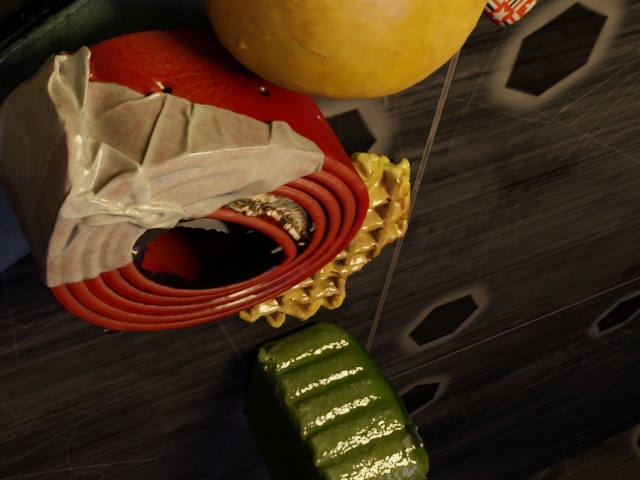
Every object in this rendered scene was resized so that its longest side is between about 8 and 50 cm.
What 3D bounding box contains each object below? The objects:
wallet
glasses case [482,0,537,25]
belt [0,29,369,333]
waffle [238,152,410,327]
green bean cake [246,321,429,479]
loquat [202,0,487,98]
[{"bbox_3d":[-0.215,-0.074,0.657,0.379,0.046,0.190,-33,149,4],"label":"wallet"},{"bbox_3d":[0.129,-0.244,0.707,0.073,0.049,0.194,-43,148,16],"label":"glasses case"},{"bbox_3d":[-0.100,-0.033,0.650,0.227,0.115,0.324,-39,156,18],"label":"belt"},{"bbox_3d":[0.000,0.001,0.948,0.253,0.056,0.249,-35,150,5],"label":"waffle"},{"bbox_3d":[0.014,0.260,1.145,0.156,0.250,0.247,-17,146,-21],"label":"green bean cake"},{"bbox_3d":[0.013,-0.191,0.545,0.208,0.208,0.208,-22,148,-15],"label":"loquat"}]
